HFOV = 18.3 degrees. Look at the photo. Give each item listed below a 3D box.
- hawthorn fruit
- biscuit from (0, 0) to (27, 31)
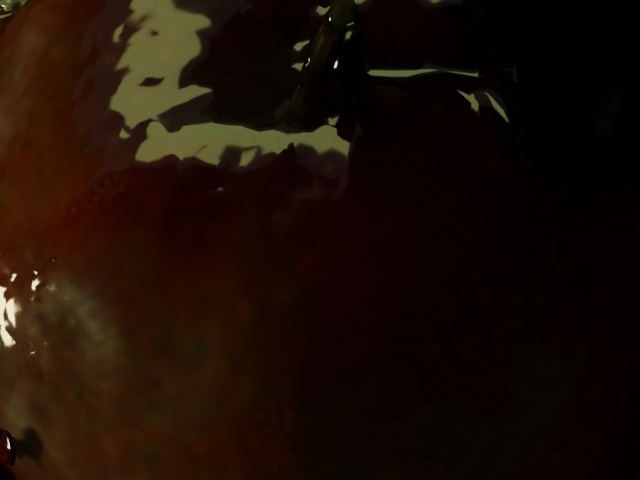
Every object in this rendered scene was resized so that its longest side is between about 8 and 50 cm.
[{"bbox_3d":[0.002,0.006,0.732,0.316,0.316,0.316,-13,28,7],"label":"hawthorn fruit"},{"bbox_3d":[-0.289,-0.183,1.490,0.138,0.031,0.205,-21,27,-9],"label":"biscuit"}]
